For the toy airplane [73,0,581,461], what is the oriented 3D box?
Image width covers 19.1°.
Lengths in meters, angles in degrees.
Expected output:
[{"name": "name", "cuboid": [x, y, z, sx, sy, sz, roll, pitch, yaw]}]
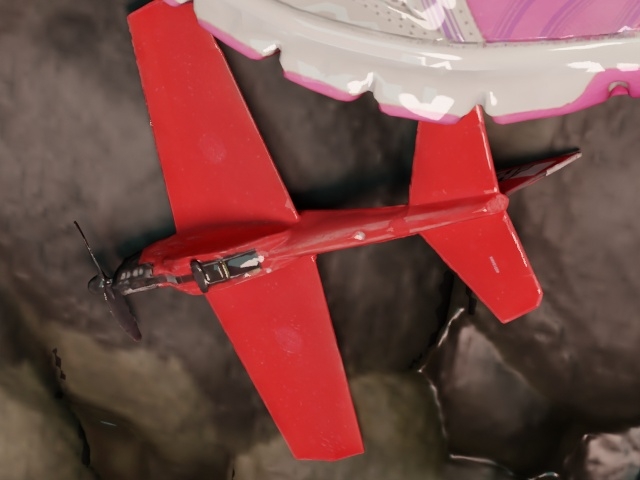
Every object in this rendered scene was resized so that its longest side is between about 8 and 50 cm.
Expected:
[{"name": "toy airplane", "cuboid": [0.000, 0.000, 0.535, 0.151, 0.028, 0.151, 6, 115, 13]}]

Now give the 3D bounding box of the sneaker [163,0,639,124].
[{"name": "sneaker", "cuboid": [0.074, -0.088, 0.446, 0.252, 0.103, 0.111, 7, 109, 6]}]

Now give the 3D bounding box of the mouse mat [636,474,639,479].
[{"name": "mouse mat", "cuboid": [0.145, 0.143, 0.563, 0.152, 0.007, 0.190, 23, 115, 7]}]
